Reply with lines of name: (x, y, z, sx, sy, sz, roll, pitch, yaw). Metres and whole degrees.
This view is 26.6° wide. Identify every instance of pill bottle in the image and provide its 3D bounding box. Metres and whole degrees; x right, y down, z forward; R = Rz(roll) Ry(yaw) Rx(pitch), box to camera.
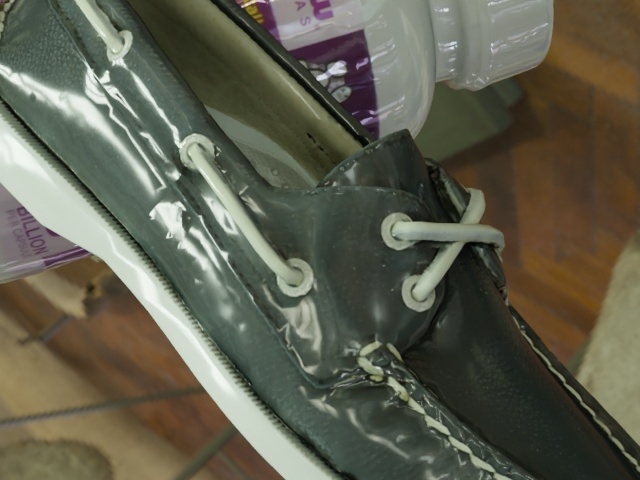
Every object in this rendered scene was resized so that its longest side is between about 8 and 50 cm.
pill bottle: (-0.049, -0.100, 0.658, 0.169, 0.301, 0.169, 161, 90, -82)

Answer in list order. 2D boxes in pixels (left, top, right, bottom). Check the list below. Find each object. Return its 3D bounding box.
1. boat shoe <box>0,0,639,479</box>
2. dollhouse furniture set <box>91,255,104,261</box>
boat shoe: (0.000, 0.000, 0.438, 0.302, 0.114, 0.091, 38, 113, 14)
dollhouse furniture set: (-0.140, -0.099, 1.298, 0.161, 0.242, 0.212, 8, 151, 40)
